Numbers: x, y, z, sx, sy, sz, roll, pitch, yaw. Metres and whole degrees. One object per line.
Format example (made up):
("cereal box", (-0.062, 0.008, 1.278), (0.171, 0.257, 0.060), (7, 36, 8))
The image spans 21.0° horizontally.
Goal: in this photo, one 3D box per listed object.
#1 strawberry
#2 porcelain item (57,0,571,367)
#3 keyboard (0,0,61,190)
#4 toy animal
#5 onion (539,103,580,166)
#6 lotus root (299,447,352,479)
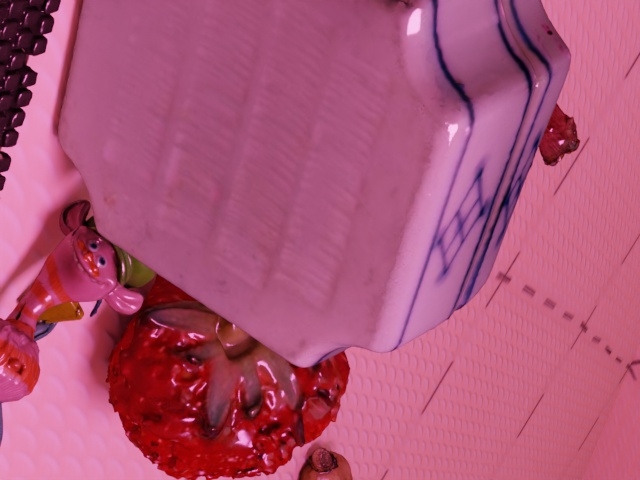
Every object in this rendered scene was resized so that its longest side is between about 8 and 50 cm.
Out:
("strawberry", (-0.083, 0.112, 1.358), (0.187, 0.184, 0.201), (-55, -176, -35))
("porcelain item", (-0.008, -0.088, 1.068), (0.157, 0.281, 0.285), (-32, 146, -49))
("keyboard", (-0.193, -0.096, 0.985), (0.106, 0.027, 0.317), (-24, 141, -58))
("toy animal", (-0.195, 0.068, 1.146), (0.208, 0.100, 0.103), (-58, -175, -27))
("onion", (0.150, -0.153, 1.496), (0.135, 0.198, 0.173), (-57, 180, -23))
("lotus root", (0.008, 0.291, 2.012), (0.072, 0.063, 0.152), (-61, 160, -25))
